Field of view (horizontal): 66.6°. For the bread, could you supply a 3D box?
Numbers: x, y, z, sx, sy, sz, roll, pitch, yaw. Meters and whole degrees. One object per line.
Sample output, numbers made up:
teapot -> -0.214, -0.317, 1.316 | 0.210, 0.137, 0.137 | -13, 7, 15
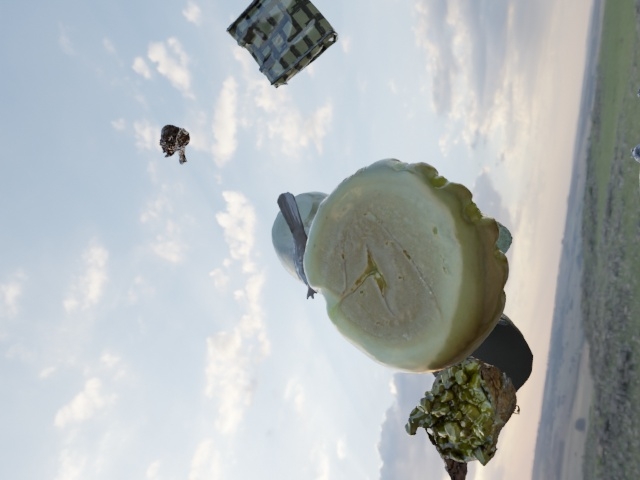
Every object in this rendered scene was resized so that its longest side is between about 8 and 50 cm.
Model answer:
bread -> 0.085, 0.022, 0.489 | 0.104, 0.213, 0.214 | -5, -79, -51

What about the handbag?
handbag -> -0.151, -0.811, 1.906 | 0.325, 0.327, 0.162 | 51, -171, 2

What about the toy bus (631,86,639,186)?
toy bus -> 0.638, -0.217, 0.845 | 0.113, 0.139, 0.302 | 58, -133, -64

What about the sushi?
sushi -> 0.279, 0.349, 0.959 | 0.179, 0.166, 0.296 | -35, -28, -41

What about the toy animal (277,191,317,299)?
toy animal -> -0.035, 0.063, 1.345 | 0.206, 0.081, 0.367 | -110, 0, -48

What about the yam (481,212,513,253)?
yam -> 0.385, -0.024, 1.233 | 0.194, 0.107, 0.107 | -132, 35, -63

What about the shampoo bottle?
shampoo bottle -> 0.000, 0.000, 1.701 | 0.317, 0.322, 0.323 | 44, -124, -46

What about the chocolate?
chocolate -> 0.449, 0.294, 1.386 | 0.186, 0.283, 0.284 | -52, -39, -61

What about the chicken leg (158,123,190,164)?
chicken leg -> -0.386, -0.258, 1.302 | 0.205, 0.053, 0.093 | 5, -77, -83
